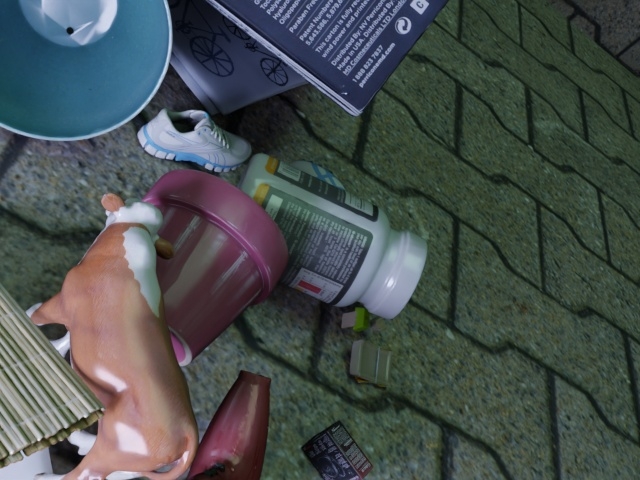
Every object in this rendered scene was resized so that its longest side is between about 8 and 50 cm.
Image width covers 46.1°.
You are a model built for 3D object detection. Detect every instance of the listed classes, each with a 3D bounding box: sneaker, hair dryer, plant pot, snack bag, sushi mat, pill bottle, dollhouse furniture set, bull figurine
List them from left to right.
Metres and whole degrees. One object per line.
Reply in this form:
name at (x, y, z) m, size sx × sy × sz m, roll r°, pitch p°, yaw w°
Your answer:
sushi mat at (-0.348, 0.091, 0.702) m, size 0.151 × 0.019 × 0.316 m, roll -20°, pitch 47°, yaw -42°
plant pot at (-0.345, -0.302, 0.997) m, size 0.290 × 0.290 × 0.195 m, roll 27°, pitch 20°, yaw -23°
bull figurine at (-0.217, 0.101, 0.761) m, size 0.101 × 0.188 × 0.310 m, roll 29°, pitch 36°, yaw -58°
plant pot at (-0.165, 0.044, 0.918) m, size 0.201 × 0.201 × 0.180 m, roll 39°, pitch 55°, yaw -10°
sneaker at (-0.176, -0.159, 1.150) m, size 0.191 × 0.083 × 0.071 m, roll 4°, pitch 54°, yaw -42°
snack bag at (-0.184, -0.383, 1.366) m, size 0.323 × 0.037 × 0.342 m, roll 50°, pitch 36°, yaw 2°
hair dryer at (-0.100, 0.256, 0.766) m, size 0.080 × 0.223 × 0.293 m, roll 19°, pitch 41°, yaw -3°
pill bottle at (0.000, 0.000, 1.077) m, size 0.279 × 0.162 × 0.162 m, roll 25°, pitch 43°, yaw -9°
sneaker at (0.012, -0.033, 1.212) m, size 0.237 × 0.085 × 0.086 m, roll 55°, pitch 35°, yaw 11°
dollhouse furniture set at (0.069, 0.150, 1.160) m, size 0.076 × 0.059 × 0.151 m, roll 24°, pitch 63°, yaw -36°

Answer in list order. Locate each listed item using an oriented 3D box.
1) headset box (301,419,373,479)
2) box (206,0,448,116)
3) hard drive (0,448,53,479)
headset box at (0.024, 0.285, 0.975) m, size 0.083 × 0.062 × 0.032 m, roll 52°, pitch 40°, yaw 7°
box at (-0.065, -0.492, 1.186) m, size 0.472 × 0.297 × 0.480 m, roll 33°, pitch 16°, yaw -18°
hard drive at (-0.360, 0.240, 0.679) m, size 0.233 × 0.047 × 0.353 m, roll 2°, pitch 58°, yaw -42°
